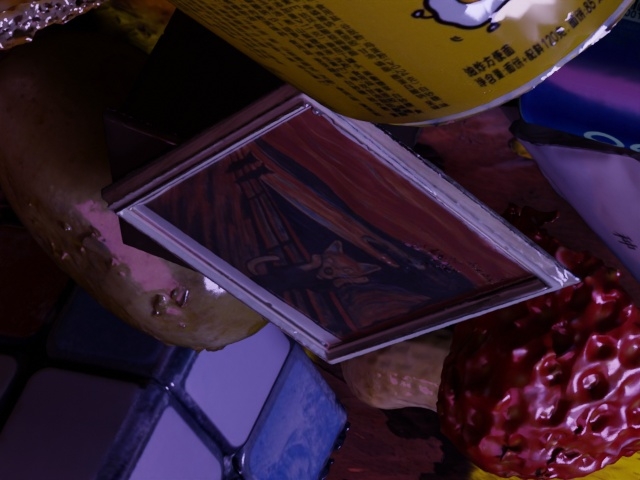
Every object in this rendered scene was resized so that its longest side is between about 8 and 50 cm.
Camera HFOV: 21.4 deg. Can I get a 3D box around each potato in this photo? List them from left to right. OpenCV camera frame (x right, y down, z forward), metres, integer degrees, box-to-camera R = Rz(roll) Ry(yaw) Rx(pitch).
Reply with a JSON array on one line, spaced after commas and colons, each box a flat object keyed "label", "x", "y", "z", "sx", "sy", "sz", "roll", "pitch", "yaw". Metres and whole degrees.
[{"label": "potato", "x": -0.139, "y": -0.038, "z": 1.345, "sx": 0.307, "sy": 0.210, "sz": 0.173, "roll": 43, "pitch": 122, "yaw": -16}]

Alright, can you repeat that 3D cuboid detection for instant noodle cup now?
[{"label": "instant noodle cup", "x": 0.014, "y": -0.219, "z": 0.801, "sx": 0.326, "sy": 0.325, "sz": 0.254, "roll": 0, "pitch": 151, "yaw": 40}]

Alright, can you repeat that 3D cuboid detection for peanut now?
[{"label": "peanut", "x": 0.113, "y": 0.119, "z": 1.511, "sx": 0.229, "sy": 0.098, "sz": 0.103, "roll": 13, "pitch": 123, "yaw": 29}]

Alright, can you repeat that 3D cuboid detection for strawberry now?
[{"label": "strawberry", "x": 0.178, "y": 0.107, "z": 1.289, "sx": 0.234, "sy": 0.178, "sz": 0.234, "roll": 43, "pitch": 176, "yaw": 4}]

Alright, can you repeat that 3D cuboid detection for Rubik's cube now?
[{"label": "Rubik's cube", "x": -0.206, "y": 0.194, "z": 1.675, "sx": 0.313, "sy": 0.316, "sz": 0.318, "roll": 8, "pitch": 147, "yaw": 33}]

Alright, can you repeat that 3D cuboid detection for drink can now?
[{"label": "drink can", "x": 0.221, "y": -0.103, "z": 1.008, "sx": 0.205, "sy": 0.118, "sz": 0.118, "roll": 18, "pitch": 152, "yaw": 18}]

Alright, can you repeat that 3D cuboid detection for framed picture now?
[{"label": "framed picture", "x": 0.000, "y": 0.000, "z": 1.063, "sx": 0.216, "sy": 0.016, "sz": 0.273, "roll": 36, "pitch": 151, "yaw": -19}]

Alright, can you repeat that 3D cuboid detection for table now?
[{"label": "table", "x": -0.030, "y": -0.087, "z": 1.166, "sx": 0.172, "sy": 0.193, "sz": 0.169, "roll": 21, "pitch": 153, "yaw": 10}]

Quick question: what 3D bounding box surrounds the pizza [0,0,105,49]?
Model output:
[{"label": "pizza", "x": -0.133, "y": -0.194, "z": 1.028, "sx": 0.288, "sy": 0.251, "sz": 0.074, "roll": 0, "pitch": 125, "yaw": 27}]

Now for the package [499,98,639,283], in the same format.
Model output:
[{"label": "package", "x": 0.243, "y": -0.015, "z": 1.160, "sx": 0.204, "sy": 0.062, "sz": 0.251, "roll": 47, "pitch": 171, "yaw": -36}]
